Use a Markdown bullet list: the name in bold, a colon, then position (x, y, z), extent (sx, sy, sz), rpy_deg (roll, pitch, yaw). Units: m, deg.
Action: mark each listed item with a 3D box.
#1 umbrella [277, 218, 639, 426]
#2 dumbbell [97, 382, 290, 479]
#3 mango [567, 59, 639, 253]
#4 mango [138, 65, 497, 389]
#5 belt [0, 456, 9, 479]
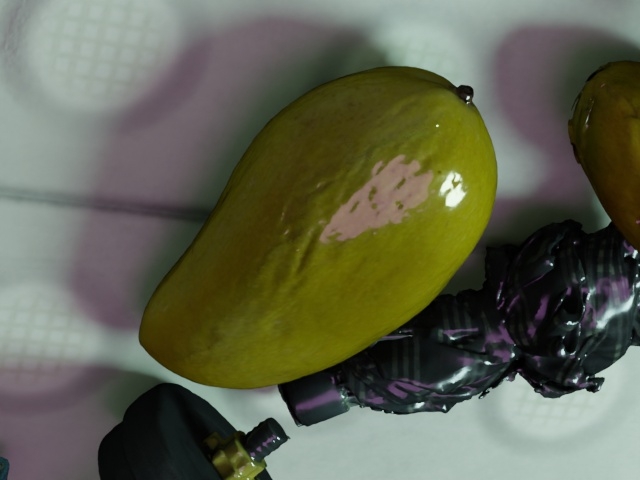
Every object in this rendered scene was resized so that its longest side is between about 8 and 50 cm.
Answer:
- **umbrella**: position (0.127, 0.073, 1.546), extent (0.336, 0.128, 0.154), rpy_deg (-12, 129, -3)
- **dumbbell**: position (-0.181, 0.270, 1.563), extent (0.388, 0.185, 0.185), rpy_deg (-38, 125, 14)
- **mango**: position (0.299, -0.044, 1.459), extent (0.248, 0.156, 0.151), rpy_deg (41, 69, -7)
- **mango**: position (0.008, 0.001, 1.457), extent (0.195, 0.142, 0.332), rpy_deg (23, 124, -23)
- **belt**: position (-0.343, 0.207, 1.532), extent (0.179, 0.100, 0.065), rpy_deg (1, 129, -19)
